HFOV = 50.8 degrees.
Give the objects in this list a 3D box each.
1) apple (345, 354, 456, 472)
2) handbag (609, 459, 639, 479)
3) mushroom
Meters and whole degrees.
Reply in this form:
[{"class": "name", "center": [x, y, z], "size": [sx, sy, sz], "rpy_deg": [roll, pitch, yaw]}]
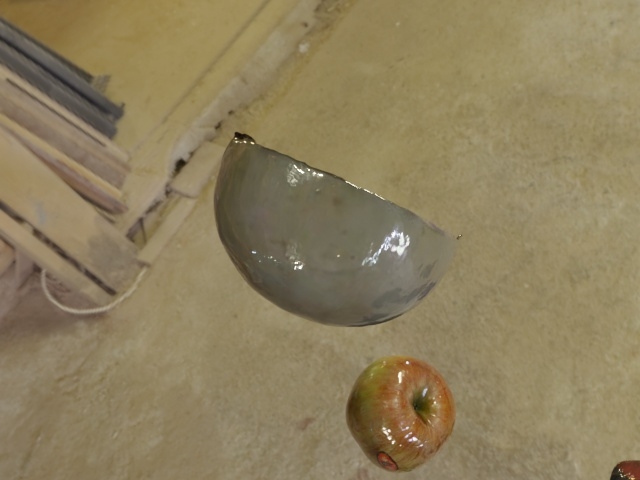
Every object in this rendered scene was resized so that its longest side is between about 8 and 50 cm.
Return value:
[{"class": "apple", "center": [0.088, 0.190, 0.753], "size": [0.102, 0.126, 0.126], "rpy_deg": [-31, 33, 53]}, {"class": "handbag", "center": [0.753, 0.562, 1.412], "size": [0.254, 0.181, 0.181], "rpy_deg": [6, 12, -8]}, {"class": "mushroom", "center": [0.000, 0.000, 0.501], "size": [0.188, 0.141, 0.117], "rpy_deg": [28, 79, 1]}]
